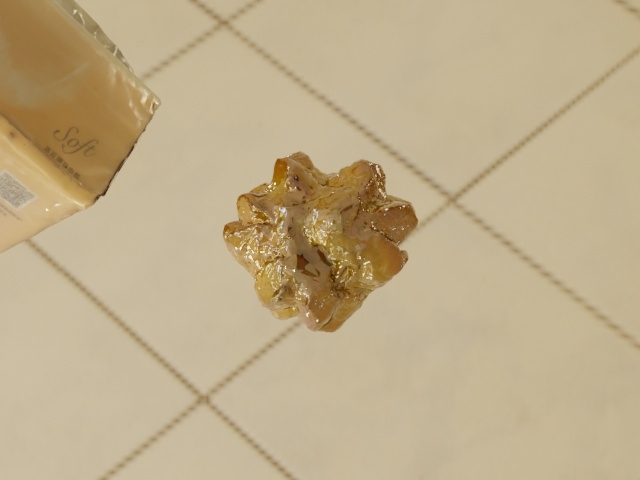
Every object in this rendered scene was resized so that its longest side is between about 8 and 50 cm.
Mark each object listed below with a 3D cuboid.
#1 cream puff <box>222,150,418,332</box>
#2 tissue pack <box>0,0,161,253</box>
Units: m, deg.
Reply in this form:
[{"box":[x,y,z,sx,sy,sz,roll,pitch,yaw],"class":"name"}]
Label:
[{"box":[0.000,0.000,1.135,0.122,0.094,0.116,1,86,-4],"class":"cream puff"},{"box":[-0.295,-0.166,1.430,0.305,0.238,0.238,43,53,-20],"class":"tissue pack"}]
